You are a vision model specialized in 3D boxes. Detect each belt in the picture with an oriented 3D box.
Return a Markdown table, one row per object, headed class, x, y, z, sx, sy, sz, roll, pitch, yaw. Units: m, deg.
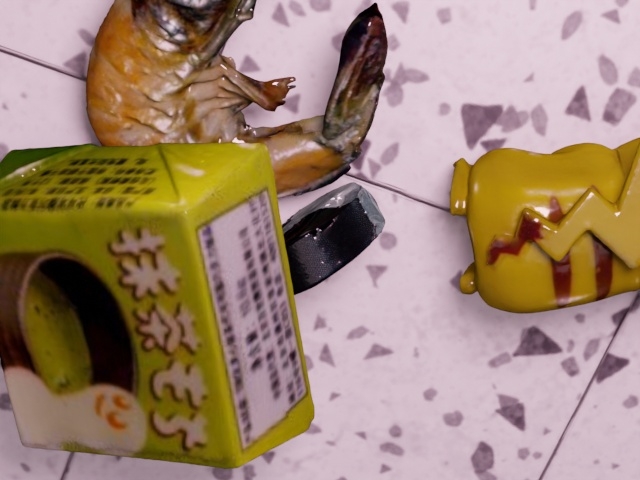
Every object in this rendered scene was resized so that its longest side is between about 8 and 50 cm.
| class | x | y | z | sx | sy | sz | roll | pitch | yaw |
| --- | --- | --- | --- | --- | --- | --- | --- | --- | --- |
| belt | 0.000 | 0.000 | 1.269 | 0.140 | 0.105 | 0.058 | -37 | 106 | -15 |

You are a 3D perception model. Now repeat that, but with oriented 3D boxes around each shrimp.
| class | x | y | z | sx | sy | sz | roll | pitch | yaw |
| --- | --- | --- | --- | --- | --- | --- | --- | --- | --- |
| shrimp | -0.046 | -0.192 | 1.155 | 0.272 | 0.085 | 0.445 | 26 | 126 | -10 |

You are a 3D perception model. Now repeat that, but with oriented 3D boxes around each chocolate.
| class | x | y | z | sx | sy | sz | roll | pitch | yaw |
| --- | --- | --- | --- | --- | --- | --- | --- | --- | --- |
| chocolate | -0.177 | 0.065 | 1.224 | 0.289 | 0.137 | 0.300 | 1 | 114 | 25 |

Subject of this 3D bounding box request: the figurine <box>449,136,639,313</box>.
| class | x | y | z | sx | sy | sz | roll | pitch | yaw |
| --- | --- | --- | --- | --- | --- | --- | --- | --- | --- |
| figurine | 0.288 | -0.028 | 1.235 | 0.327 | 0.169 | 0.218 | -10 | 117 | 3 |
